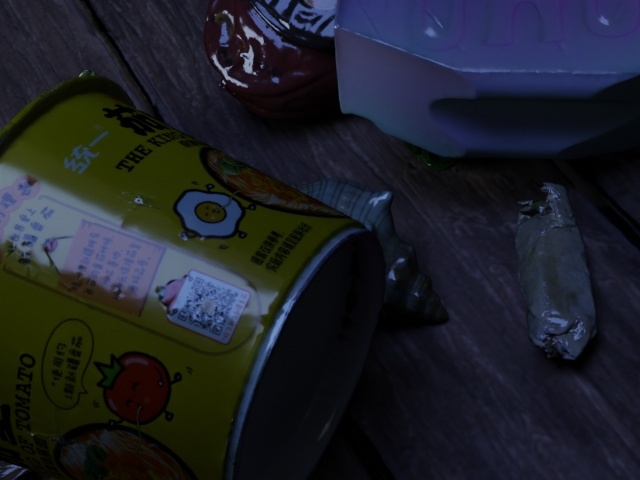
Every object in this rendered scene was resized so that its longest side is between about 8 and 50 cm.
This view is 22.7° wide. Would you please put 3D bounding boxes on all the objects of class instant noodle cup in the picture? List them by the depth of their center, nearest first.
[{"bbox_3d":[-0.116,0.064,1.217,0.254,0.325,0.325,21,59,18],"label":"instant noodle cup"}]

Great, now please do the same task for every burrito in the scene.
[{"bbox_3d":[0.188,0.026,1.291,0.058,0.045,0.188,-21,43,19],"label":"burrito"}]

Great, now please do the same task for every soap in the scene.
[{"bbox_3d":[0.176,-0.167,1.376,0.324,0.109,0.193,3,51,5],"label":"soap"}]

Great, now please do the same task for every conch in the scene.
[{"bbox_3d":[0.011,0.003,1.369,0.234,0.137,0.114,28,38,34],"label":"conch"}]

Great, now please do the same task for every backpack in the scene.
[{"bbox_3d":[-0.013,-0.217,1.585,0.229,0.139,0.229,-7,64,14],"label":"backpack"}]

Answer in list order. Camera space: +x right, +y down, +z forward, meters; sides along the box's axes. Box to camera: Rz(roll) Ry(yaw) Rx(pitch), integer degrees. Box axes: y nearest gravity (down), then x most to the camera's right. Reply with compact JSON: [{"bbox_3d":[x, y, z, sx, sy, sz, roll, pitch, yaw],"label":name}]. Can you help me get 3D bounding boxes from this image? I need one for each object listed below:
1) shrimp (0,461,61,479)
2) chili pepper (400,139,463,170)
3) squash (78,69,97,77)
[{"bbox_3d":[-0.262,0.174,1.376,0.150,0.068,0.248,-3,51,9],"label":"shrimp"},{"bbox_3d":[0.134,-0.156,1.481,0.100,0.074,0.257,15,57,20],"label":"chili pepper"},{"bbox_3d":[-0.236,-0.048,1.588,0.184,0.085,0.192,-49,34,20],"label":"squash"}]
